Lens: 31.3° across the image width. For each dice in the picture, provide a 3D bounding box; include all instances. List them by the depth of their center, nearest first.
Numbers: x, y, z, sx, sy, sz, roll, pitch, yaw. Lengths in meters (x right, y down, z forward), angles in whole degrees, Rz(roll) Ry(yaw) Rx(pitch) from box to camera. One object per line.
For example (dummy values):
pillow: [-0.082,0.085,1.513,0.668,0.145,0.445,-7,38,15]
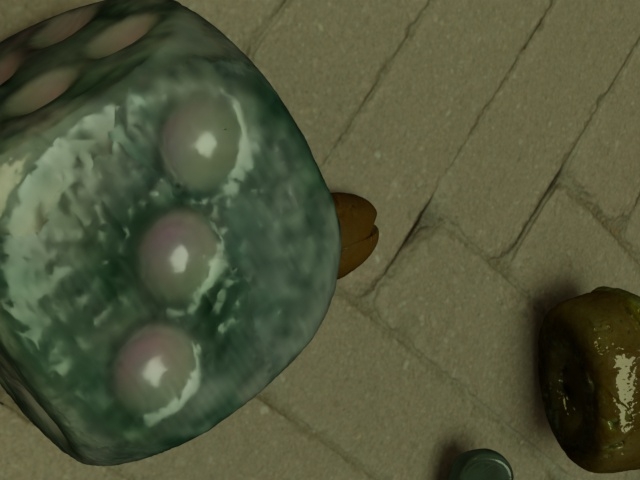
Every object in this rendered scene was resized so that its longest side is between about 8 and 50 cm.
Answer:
dice: [-0.206,-0.019,1.096,0.328,0.330,0.348,-39,117,-21]

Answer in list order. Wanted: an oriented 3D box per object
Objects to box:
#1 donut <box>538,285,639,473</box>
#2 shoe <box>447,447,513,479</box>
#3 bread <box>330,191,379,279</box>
donut: [0.398,0.199,1.617,0.128,0.208,0.262,-9,91,-18]
shoe: [0.214,0.397,1.612,0.100,0.103,0.251,-48,152,-68]
bread: [0.000,0.000,1.392,0.189,0.077,0.114,-16,104,-27]
